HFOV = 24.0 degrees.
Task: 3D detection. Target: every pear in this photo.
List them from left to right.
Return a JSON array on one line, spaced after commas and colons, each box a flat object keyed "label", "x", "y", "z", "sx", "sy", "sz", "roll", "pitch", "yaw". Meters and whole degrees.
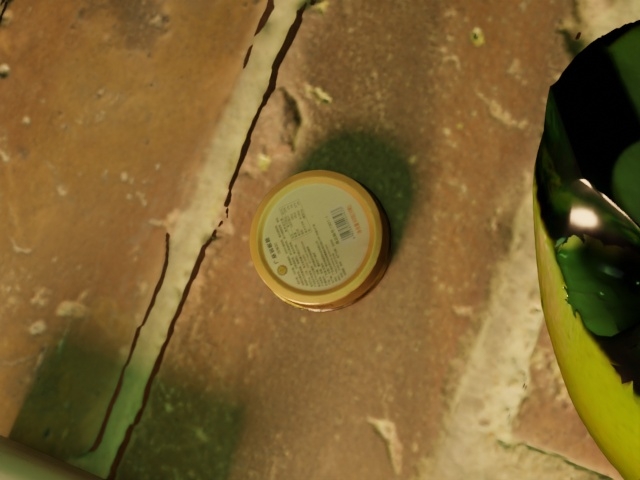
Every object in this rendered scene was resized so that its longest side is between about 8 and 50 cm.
[{"label": "pear", "x": 0.280, "y": 0.060, "z": 0.920, "sx": 0.399, "sy": 0.399, "sz": 0.165, "roll": 46, "pitch": 134, "yaw": 17}]

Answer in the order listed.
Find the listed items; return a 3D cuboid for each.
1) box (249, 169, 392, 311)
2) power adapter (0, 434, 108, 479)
[{"label": "box", "x": 0.000, "y": 0.000, "z": 1.115, "sx": 0.106, "sy": 0.037, "sz": 0.105, "roll": -3, "pitch": 78, "yaw": 13}, {"label": "power adapter", "x": -0.179, "y": 0.262, "z": 1.065, "sx": 0.255, "sy": 0.124, "sz": 0.187, "roll": 20, "pitch": 86, "yaw": 17}]
